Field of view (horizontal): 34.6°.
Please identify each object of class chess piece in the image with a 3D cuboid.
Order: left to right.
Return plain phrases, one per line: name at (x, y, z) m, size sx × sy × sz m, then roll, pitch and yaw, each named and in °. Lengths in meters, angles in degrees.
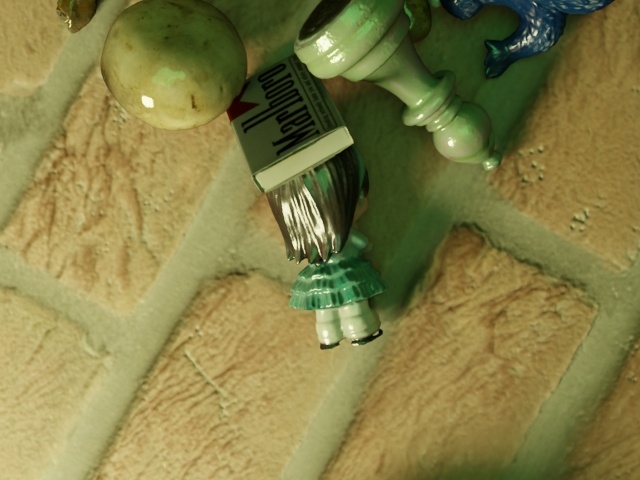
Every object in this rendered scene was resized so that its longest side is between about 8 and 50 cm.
chess piece at (0.109, -0.171, 1.142) m, size 0.271 × 0.139 × 0.139 m, roll 40°, pitch 93°, yaw -19°

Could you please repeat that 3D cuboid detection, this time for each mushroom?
mushroom at (-0.162, -0.198, 1.159) m, size 0.166 × 0.127 × 0.166 m, roll 1°, pitch 64°, yaw -2°

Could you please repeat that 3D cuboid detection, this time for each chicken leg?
chicken leg at (-0.262, -0.337, 1.194) m, size 0.085 × 0.069 × 0.198 m, roll 22°, pitch 99°, yaw 4°

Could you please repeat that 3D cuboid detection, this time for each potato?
potato at (0.101, -0.267, 1.184) m, size 0.051 × 0.040 × 0.083 m, roll -9°, pitch 96°, yaw -7°

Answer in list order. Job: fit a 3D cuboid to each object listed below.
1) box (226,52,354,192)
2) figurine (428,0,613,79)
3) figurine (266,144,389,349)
box at (-0.040, -0.134, 1.136) m, size 0.115 × 0.177 × 0.036 m, roll -29°, pitch 130°, yaw 5°
figurine at (0.251, -0.301, 1.135) m, size 0.262 × 0.121 × 0.164 m, roll -27°, pitch 93°, yaw 6°
figurine at (0.000, 0.000, 1.167) m, size 0.137 × 0.110 × 0.246 m, roll -9°, pitch 97°, yaw 20°
